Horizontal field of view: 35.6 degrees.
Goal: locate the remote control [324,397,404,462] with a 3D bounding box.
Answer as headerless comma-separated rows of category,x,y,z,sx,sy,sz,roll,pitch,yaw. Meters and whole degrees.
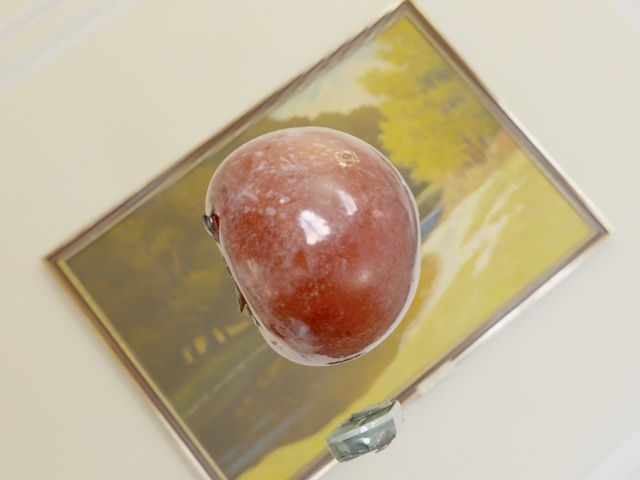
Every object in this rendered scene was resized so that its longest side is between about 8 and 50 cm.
remote control,0.068,0.274,1.450,0.104,0.052,0.247,-24,-6,7

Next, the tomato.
tomato,0.000,0.000,1.109,0.227,0.270,0.270,-25,-11,-3
